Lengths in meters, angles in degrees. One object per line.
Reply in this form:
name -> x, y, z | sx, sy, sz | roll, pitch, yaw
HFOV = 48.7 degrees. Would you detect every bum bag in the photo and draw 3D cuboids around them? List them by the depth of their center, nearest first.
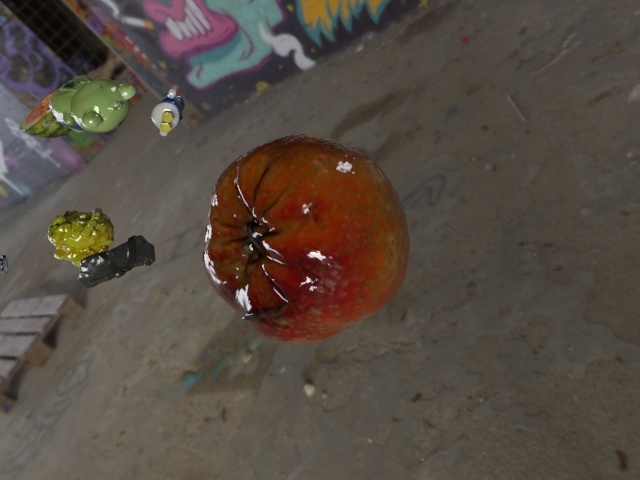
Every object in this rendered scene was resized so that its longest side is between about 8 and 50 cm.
bum bag -> -0.506, 0.049, 1.749 | 0.197, 0.087, 0.049 | -25, 38, -22

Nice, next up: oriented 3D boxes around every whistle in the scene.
whistle -> -0.387, -0.222, 1.165 | 0.227, 0.085, 0.105 | 12, 51, 45

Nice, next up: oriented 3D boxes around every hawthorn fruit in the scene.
hawthorn fruit -> 0.000, 0.000, 1.330 | 0.402, 0.403, 0.403 | -34, 28, 20

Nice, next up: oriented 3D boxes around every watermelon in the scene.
watermelon -> -0.521, -0.238, 1.391 | 0.163, 0.069, 0.087 | -23, 43, 29

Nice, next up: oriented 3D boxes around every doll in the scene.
doll -> -0.298, -0.257, 1.394 | 0.143, 0.057, 0.099 | -99, 26, -62

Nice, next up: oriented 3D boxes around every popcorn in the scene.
popcorn -> -0.704, -0.014, 2.094 | 0.197, 0.156, 0.198 | -2, 28, 1

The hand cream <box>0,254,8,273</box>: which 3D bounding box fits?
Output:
hand cream -> -0.809, 0.067, 1.516 | 0.055, 0.255, 0.088 | 66, 148, 27
